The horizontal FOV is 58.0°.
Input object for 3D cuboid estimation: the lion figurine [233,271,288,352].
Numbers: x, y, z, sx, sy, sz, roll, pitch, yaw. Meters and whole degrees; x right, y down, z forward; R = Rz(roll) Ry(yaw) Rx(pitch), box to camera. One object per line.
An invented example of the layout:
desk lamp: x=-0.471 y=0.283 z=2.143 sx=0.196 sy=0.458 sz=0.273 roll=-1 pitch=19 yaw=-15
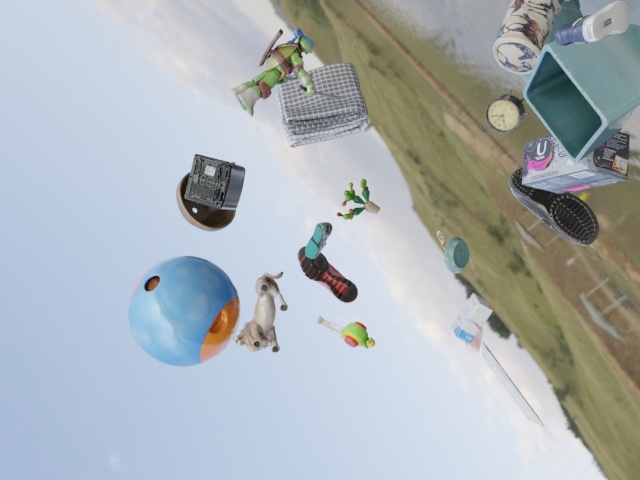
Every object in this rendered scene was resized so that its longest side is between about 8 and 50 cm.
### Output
lion figurine: x=-0.205 y=0.252 z=2.108 sx=0.142 sy=0.393 sz=0.240 roll=13 pitch=-164 yaw=-18

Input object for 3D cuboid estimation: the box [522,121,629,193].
box: x=0.735 y=-0.236 z=1.679 sx=0.163 sy=0.142 sz=0.247 roll=10 pitch=170 yaw=-23

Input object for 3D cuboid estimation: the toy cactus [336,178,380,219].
toy cactus: x=0.181 y=-0.167 z=2.617 sx=0.180 sy=0.219 sz=0.112 roll=28 pitch=153 yaw=1

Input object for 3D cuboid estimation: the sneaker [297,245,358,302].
sneaker: x=0.021 y=0.153 z=2.438 sx=0.314 sy=0.116 sz=0.136 roll=43 pitch=175 yaw=4

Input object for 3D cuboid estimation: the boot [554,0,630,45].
boot: x=0.587 y=-0.466 z=1.240 sx=0.086 sy=0.189 sz=0.069 roll=8 pitch=118 yaw=51

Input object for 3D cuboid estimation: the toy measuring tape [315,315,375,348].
toy measuring tape: x=0.110 y=0.412 z=2.695 sx=0.330 sy=0.122 sz=0.121 roll=23 pitch=-175 yaw=28

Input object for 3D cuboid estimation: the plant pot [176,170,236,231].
plant pot: x=-0.438 y=-0.132 z=2.126 sx=0.237 sy=0.109 sz=0.238 roll=21 pitch=-124 yaw=-35

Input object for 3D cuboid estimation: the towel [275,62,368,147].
towel: x=0.000 y=-0.452 z=1.886 sx=0.121 sy=0.283 sz=0.235 roll=79 pitch=178 yaw=-61

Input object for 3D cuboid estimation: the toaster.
toaster: x=-0.357 y=-0.200 z=1.988 sx=0.185 sy=0.168 sz=0.110 roll=16 pitch=-173 yaw=25

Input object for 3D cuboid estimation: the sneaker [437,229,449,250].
sneaker: x=0.451 y=-0.003 z=2.108 sx=0.083 sy=0.031 sz=0.037 roll=61 pitch=-167 yaw=-23

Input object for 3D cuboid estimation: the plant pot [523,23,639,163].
plant pot: x=0.711 y=-0.394 z=1.452 sx=0.247 sy=0.252 sz=0.248 roll=61 pitch=179 yaw=16

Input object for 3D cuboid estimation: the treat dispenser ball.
treat dispenser ball: x=-0.354 y=0.184 z=1.513 sx=0.288 sy=0.288 sz=0.288 roll=41 pitch=-163 yaw=-16

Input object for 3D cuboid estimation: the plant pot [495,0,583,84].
plant pot: x=0.900 y=-0.717 z=2.228 sx=0.341 sy=0.341 sz=0.334 roll=26 pitch=-137 yaw=-50

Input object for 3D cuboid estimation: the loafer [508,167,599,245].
loafer: x=0.841 y=-0.123 z=2.083 sx=0.366 sy=0.134 sz=0.130 roll=46 pitch=-179 yaw=16

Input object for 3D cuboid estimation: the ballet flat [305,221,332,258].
ballet flat: x=0.000 y=0.000 z=2.038 sx=0.070 sy=0.188 sz=0.070 roll=9 pitch=-125 yaw=-14

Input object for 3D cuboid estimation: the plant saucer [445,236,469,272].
plant saucer: x=0.451 y=0.047 z=1.878 sx=0.119 sy=0.120 sz=0.021 roll=34 pitch=161 yaw=-35

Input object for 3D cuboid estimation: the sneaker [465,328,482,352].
sneaker: x=0.695 y=0.438 z=2.621 sx=0.070 sy=0.135 sz=0.051 roll=12 pitch=155 yaw=11

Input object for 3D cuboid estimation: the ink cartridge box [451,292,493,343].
ink cartridge box: x=0.440 y=0.226 z=1.678 sx=0.052 sy=0.123 sz=0.088 roll=28 pitch=-166 yaw=-4

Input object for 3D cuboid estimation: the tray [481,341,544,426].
tray: x=0.565 y=0.431 z=1.729 sx=0.270 sy=0.030 sz=0.145 roll=54 pitch=-171 yaw=4

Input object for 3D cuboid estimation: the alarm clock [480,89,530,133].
alarm clock: x=0.641 y=-0.439 z=2.043 sx=0.129 sy=0.192 sz=0.064 roll=52 pitch=-131 yaw=0

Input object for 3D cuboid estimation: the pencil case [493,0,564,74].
pencil case: x=0.707 y=-0.735 z=1.911 sx=0.183 sy=0.411 sz=0.160 roll=20 pitch=158 yaw=16

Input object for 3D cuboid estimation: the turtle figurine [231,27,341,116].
turtle figurine: x=-0.100 y=-0.437 z=1.653 sx=0.198 sy=0.266 sz=0.275 roll=53 pitch=176 yaw=24
